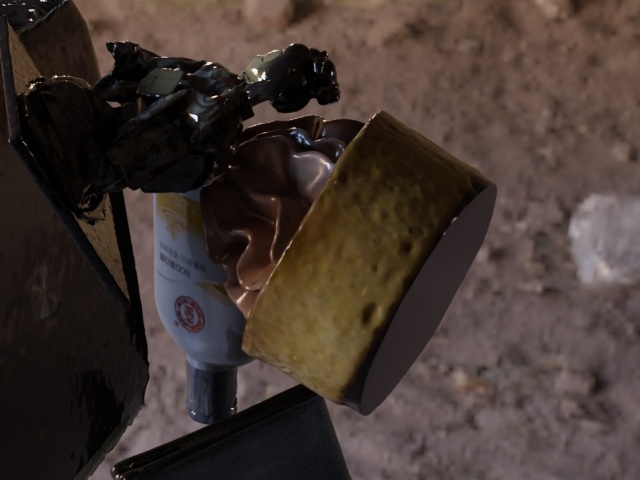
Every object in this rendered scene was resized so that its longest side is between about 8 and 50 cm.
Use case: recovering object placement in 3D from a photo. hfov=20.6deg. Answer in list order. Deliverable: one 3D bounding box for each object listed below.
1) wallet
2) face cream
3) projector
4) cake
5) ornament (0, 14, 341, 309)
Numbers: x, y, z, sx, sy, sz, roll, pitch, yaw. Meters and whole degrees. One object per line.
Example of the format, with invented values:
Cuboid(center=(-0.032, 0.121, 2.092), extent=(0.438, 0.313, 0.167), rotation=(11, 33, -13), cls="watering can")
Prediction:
Cuboid(center=(-0.084, 0.231, 1.710), extent=(0.222, 0.167, 0.036), rotation=(-25, 45, -6), cls="wallet")
Cuboid(center=(-0.106, 0.050, 1.727), extent=(0.144, 0.291, 0.071), rotation=(26, 39, 31), cls="face cream")
Cuboid(center=(-0.333, 0.036, 1.440), extent=(0.242, 0.405, 0.395), rotation=(2, 26, 20), cls="projector")
Cuboid(center=(0.000, 0.000, 1.193), extent=(0.178, 0.207, 0.185), rotation=(29, 73, 16), cls="cake")
Cuboid(center=(-0.088, -0.092, 1.147), extent=(0.196, 0.153, 0.166), rotation=(-24, 39, 2), cls="ornament")
